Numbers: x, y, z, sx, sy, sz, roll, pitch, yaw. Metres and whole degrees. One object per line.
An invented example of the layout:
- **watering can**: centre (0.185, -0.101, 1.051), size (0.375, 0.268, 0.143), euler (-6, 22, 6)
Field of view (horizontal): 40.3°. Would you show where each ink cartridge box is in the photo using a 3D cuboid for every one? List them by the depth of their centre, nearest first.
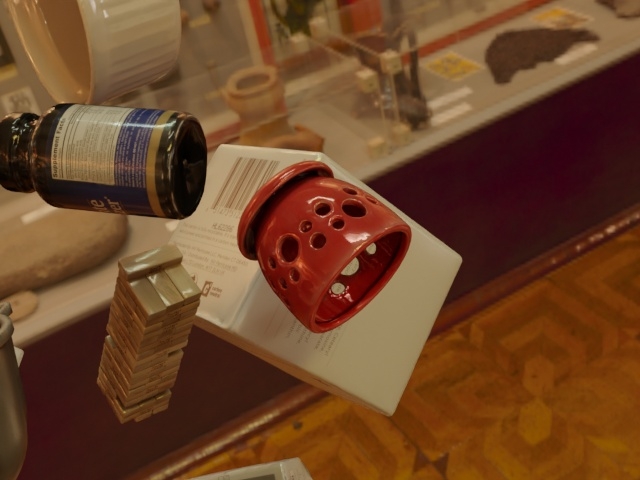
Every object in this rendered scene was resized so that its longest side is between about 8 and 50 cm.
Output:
- **ink cartridge box**: centre (-0.109, 0.358, 1.282), size (0.189, 0.066, 0.232), euler (-14, -8, 10)

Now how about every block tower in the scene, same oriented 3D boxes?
- **block tower**: centre (-0.264, 0.153, 1.317), size (0.091, 0.335, 0.097), euler (-21, 58, -34)

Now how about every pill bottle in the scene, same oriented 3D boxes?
- **pill bottle**: centre (-0.249, -0.093, 0.989), size (0.219, 0.122, 0.122), euler (6, 39, 12)

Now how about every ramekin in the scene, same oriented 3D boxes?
- **ramekin**: centre (-0.291, -0.309, 1.098), size (0.135, 0.277, 0.277), euler (-26, 37, -28)

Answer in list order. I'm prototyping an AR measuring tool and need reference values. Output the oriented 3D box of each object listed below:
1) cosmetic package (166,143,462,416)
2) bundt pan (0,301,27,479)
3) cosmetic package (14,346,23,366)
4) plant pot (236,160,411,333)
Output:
- **cosmetic package**: centre (-0.029, 0.066, 1.570), size (0.329, 0.394, 0.327), euler (11, 72, 53)
- **bundt pan**: centre (-0.342, 0.160, 0.567), size (0.331, 0.124, 0.331), euler (-15, 14, 4)
- **cosmetic package**: centre (-0.769, 0.207, 1.465), size (0.230, 0.453, 0.161), euler (-60, 16, 4)
- **plant pot**: centre (0.000, 0.000, 1.166), size (0.191, 0.191, 0.174), euler (-33, 63, -26)
